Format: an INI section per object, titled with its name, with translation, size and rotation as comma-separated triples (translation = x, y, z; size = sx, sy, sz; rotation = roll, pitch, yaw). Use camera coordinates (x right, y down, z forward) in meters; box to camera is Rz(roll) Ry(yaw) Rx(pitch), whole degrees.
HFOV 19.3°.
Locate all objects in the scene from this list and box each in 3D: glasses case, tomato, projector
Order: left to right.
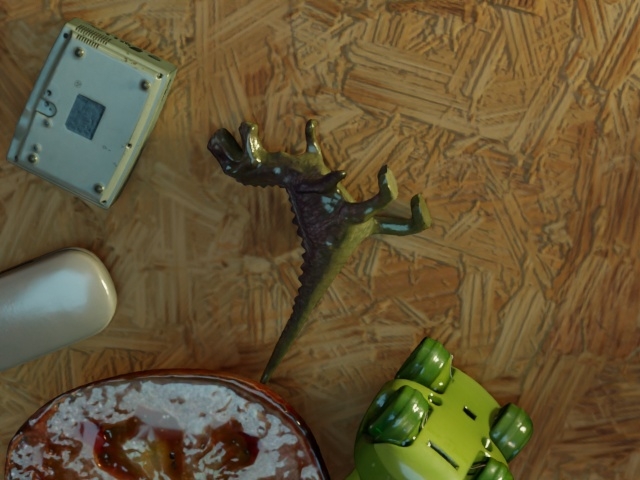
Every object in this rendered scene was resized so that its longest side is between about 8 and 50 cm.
[glasses case]
translation = -0.309, 0.079, 1.822
size = 0.233, 0.059, 0.092
rotation = -23, 102, 11
[projector]
translation = -0.216, -0.119, 1.764
size = 0.115, 0.061, 0.147
rotation = 26, 104, 1
[tomato]
translation = -0.133, 0.264, 1.807
size = 0.338, 0.144, 0.338
rotation = 0, 102, 2

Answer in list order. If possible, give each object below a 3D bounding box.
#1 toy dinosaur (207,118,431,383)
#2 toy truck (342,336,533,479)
[toy dinosaur]
translation = 0.001, -0.003, 1.776
size = 0.199, 0.072, 0.251
rotation = -12, 114, 19
[toy truck]
translation = 0.086, 0.216, 1.746
size = 0.148, 0.187, 0.210
rotation = 41, 104, -2
